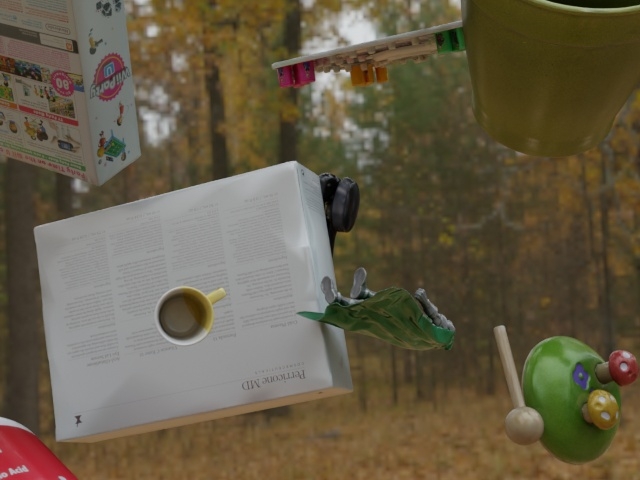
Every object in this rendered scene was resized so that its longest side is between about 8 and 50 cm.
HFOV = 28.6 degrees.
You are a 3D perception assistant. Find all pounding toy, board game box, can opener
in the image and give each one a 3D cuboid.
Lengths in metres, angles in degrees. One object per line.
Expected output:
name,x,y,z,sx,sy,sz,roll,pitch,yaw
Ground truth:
pounding toy,0.360,0.206,1.730,0.237,0.183,0.110,15,-27,-36
board game box,0.166,-0.342,2.345,0.390,0.050,0.390,-8,3,27
board game box,-0.350,-0.239,1.543,0.224,0.303,0.097,17,38,24
can opener,0.000,0.000,1.676,0.059,0.186,0.073,11,13,-23

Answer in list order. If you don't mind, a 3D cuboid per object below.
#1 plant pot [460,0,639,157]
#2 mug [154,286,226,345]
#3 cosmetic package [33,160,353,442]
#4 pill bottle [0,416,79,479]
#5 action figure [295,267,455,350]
plant pot,0.371,-0.329,1.963,0.366,0.366,0.353,-3,-42,-5
mug,-0.140,0.081,1.339,0.078,0.062,0.064,0,-5,-11
cosmetic package,-0.166,0.085,1.591,0.377,0.284,0.097,-13,-16,17
pill bottle,-0.351,0.337,1.366,0.229,0.229,0.407,1,25,-46
action figure,0.094,0.092,1.512,0.137,0.063,0.232,-12,-26,34
